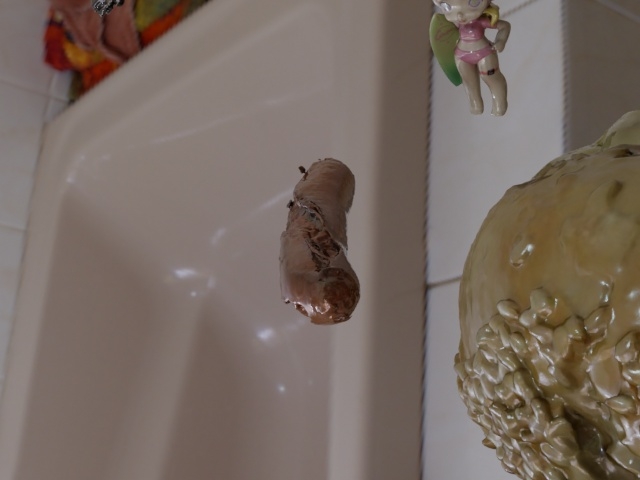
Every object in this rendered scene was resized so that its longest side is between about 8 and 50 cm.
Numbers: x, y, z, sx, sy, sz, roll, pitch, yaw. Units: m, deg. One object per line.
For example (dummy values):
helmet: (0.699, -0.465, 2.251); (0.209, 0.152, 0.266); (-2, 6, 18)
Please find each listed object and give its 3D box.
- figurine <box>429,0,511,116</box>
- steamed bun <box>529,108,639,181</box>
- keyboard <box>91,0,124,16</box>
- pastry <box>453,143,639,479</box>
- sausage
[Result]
figurine: (0.149, -0.210, 1.051); (0.083, 0.187, 0.083); (-15, 32, 9)
steamed bun: (0.303, 0.070, 0.879); (0.325, 0.230, 0.372); (-13, 77, 19)
keyboard: (-0.178, -0.288, 0.916); (0.072, 0.023, 0.231); (-40, 48, 31)
pastry: (0.196, 0.090, 0.626); (0.184, 0.284, 0.316); (-42, 19, -26)
sausage: (-0.001, 0.001, 1.095); (0.087, 0.079, 0.326); (-40, 18, 17)
